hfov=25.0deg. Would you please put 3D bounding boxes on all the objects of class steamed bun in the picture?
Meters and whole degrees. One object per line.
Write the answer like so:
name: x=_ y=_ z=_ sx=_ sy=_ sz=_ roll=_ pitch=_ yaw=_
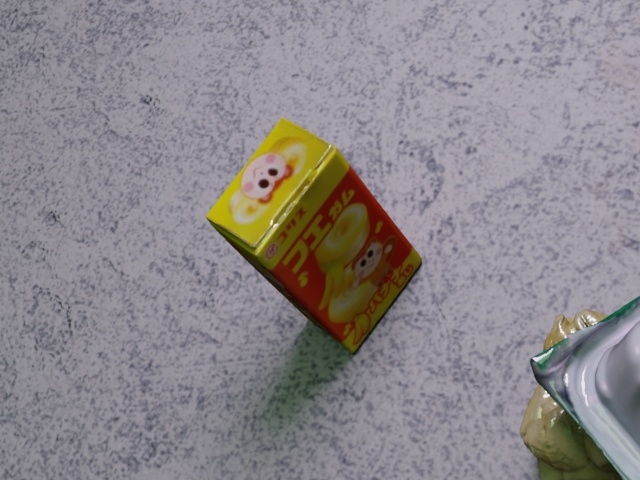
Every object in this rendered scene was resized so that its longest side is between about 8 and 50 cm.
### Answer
steamed bun: x=0.296 y=0.162 z=1.456 sx=0.192 sy=0.106 sz=0.177 roll=5 pitch=68 yaw=26

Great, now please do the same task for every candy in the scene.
candy: x=0.000 y=0.000 z=1.584 sx=0.088 sy=0.276 sz=0.146 roll=33 pitch=83 yaw=34

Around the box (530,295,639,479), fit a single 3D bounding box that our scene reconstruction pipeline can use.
box: x=0.401 y=0.156 z=1.334 sx=0.264 sy=0.106 sz=0.336 roll=-29 pitch=61 yaw=-18
